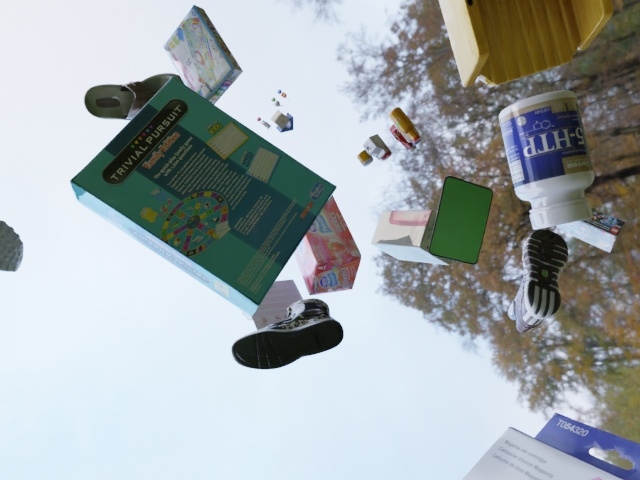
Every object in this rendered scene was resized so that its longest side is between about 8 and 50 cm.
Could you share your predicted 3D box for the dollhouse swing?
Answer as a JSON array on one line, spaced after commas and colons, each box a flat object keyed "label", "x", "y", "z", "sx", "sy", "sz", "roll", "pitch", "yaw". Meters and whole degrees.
[{"label": "dollhouse swing", "x": 0.488, "y": -0.545, "z": 1.122, "sx": 0.346, "sy": 0.305, "sz": 0.315, "roll": -19, "pitch": -84, "yaw": -9}]

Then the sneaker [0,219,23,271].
[{"label": "sneaker", "x": -0.641, "y": -0.003, "z": 0.940, "sx": 0.235, "sy": 0.094, "sz": 0.090, "roll": 56, "pitch": -151, "yaw": -62}]

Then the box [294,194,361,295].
[{"label": "box", "x": 0.000, "y": 0.000, "z": 1.591, "sx": 0.142, "sy": 0.154, "sz": 0.300, "roll": -6, "pitch": -132, "yaw": -19}]

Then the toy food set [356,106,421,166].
[{"label": "toy food set", "x": 0.206, "y": -0.272, "z": 1.494, "sx": 0.111, "sy": 0.232, "sz": 0.105, "roll": -28, "pitch": -103, "yaw": -39}]

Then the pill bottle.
[{"label": "pill bottle", "x": 0.341, "y": -0.116, "z": 0.783, "sx": 0.112, "sy": 0.112, "sz": 0.187, "roll": -8, "pitch": -95, "yaw": -49}]

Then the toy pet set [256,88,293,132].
[{"label": "toy pet set", "x": -0.122, "y": -0.387, "z": 1.626, "sx": 0.065, "sy": 0.122, "sz": 0.114, "roll": 32, "pitch": -168, "yaw": -40}]

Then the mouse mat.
[{"label": "mouse mat", "x": 0.332, "y": -0.045, "z": 1.235, "sx": 0.152, "sy": 0.007, "sz": 0.190, "roll": 13, "pitch": -89, "yaw": -25}]

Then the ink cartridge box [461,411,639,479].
[{"label": "ink cartridge box", "x": 0.354, "y": 0.401, "z": 0.799, "sx": 0.330, "sy": 0.324, "sz": 0.071, "roll": -42, "pitch": -81, "yaw": -15}]

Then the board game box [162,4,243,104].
[{"label": "board game box", "x": -0.214, "y": -0.328, "z": 0.945, "sx": 0.026, "sy": 0.103, "sz": 0.154, "roll": -7, "pitch": -118, "yaw": -59}]

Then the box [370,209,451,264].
[{"label": "box", "x": 0.299, "y": -0.013, "z": 1.659, "sx": 0.148, "sy": 0.232, "sz": 0.127, "roll": 27, "pitch": -102, "yaw": -32}]

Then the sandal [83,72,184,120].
[{"label": "sandal", "x": -0.497, "y": -0.371, "z": 1.398, "sx": 0.086, "sy": 0.302, "sz": 0.120, "roll": -65, "pitch": -33, "yaw": -72}]

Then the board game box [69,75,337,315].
[{"label": "board game box", "x": -0.180, "y": -0.076, "z": 0.864, "sx": 0.336, "sy": 0.079, "sz": 0.254, "roll": 34, "pitch": -117, "yaw": -2}]

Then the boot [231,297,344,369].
[{"label": "boot", "x": -0.074, "y": 0.201, "z": 1.161, "sx": 0.178, "sy": 0.236, "sz": 0.085, "roll": -118, "pitch": 16, "yaw": -77}]

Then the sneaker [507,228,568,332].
[{"label": "sneaker", "x": 0.516, "y": 0.106, "z": 1.291, "sx": 0.106, "sy": 0.163, "sz": 0.281, "roll": 25, "pitch": -131, "yaw": 9}]

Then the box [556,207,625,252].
[{"label": "box", "x": 0.722, "y": -0.041, "z": 1.419, "sx": 0.044, "sy": 0.159, "sz": 0.233, "roll": -60, "pitch": -28, "yaw": 3}]

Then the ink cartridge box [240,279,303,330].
[{"label": "ink cartridge box", "x": -0.134, "y": 0.217, "z": 1.579, "sx": 0.189, "sy": 0.066, "sz": 0.232, "roll": -4, "pitch": -137, "yaw": -26}]
